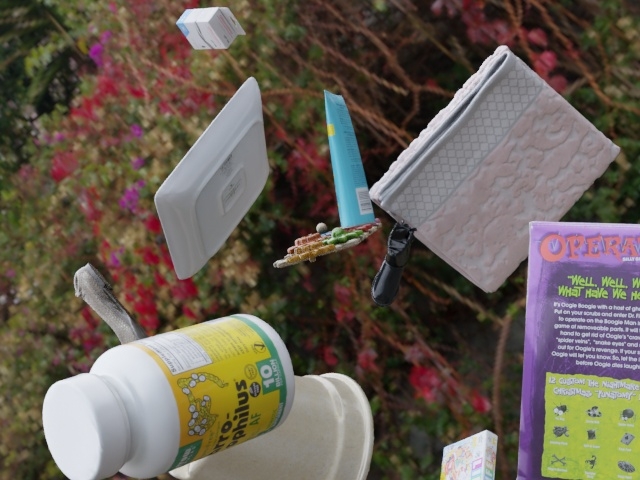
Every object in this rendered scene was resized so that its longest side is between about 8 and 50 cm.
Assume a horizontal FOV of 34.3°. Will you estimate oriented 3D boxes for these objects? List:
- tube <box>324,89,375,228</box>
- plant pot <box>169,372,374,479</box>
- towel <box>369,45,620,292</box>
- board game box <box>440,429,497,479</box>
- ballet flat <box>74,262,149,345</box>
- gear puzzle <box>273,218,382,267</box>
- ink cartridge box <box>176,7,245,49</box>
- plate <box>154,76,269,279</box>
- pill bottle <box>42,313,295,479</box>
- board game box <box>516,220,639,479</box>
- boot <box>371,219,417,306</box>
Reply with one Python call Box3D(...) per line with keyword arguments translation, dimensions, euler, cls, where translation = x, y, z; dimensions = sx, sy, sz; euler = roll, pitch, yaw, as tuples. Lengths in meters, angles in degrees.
Box3D(translation=(0.039, -0.123, 1.574), dimensions=(0.052, 0.207, 0.080), euler=(-11, -2, 14), cls="tube")
Box3D(translation=(-0.123, 0.373, 1.966), dimensions=(0.305, 0.334, 0.334), euler=(24, -65, -31), cls="plant pot")
Box3D(translation=(0.292, -0.106, 1.702), dimensions=(0.317, 0.053, 0.332), euler=(34, -77, -31), cls="towel")
Box3D(translation=(0.235, 0.392, 1.670), dimensions=(0.026, 0.154, 0.103), euler=(32, -43, -23), cls="board game box")
Box3D(translation=(-0.361, 0.146, 1.831), dimensions=(0.058, 0.250, 0.084), euler=(-39, -18, -4), cls="ballet flat")
Box3D(translation=(0.000, 0.000, 1.891), dimensions=(0.175, 0.044, 0.339), euler=(-17, 4, 16), cls="gear puzzle")
Box3D(translation=(-0.143, -0.277, 1.358), dimensions=(0.028, 0.083, 0.048), euler=(-57, -49, -24), cls="ink cartridge box")
Box3D(translation=(-0.162, -0.092, 1.734), dimensions=(0.277, 0.045, 0.278), euler=(-55, -18, -25), cls="plate")
Box3D(translation=(-0.132, 0.141, 0.918), dimensions=(0.208, 0.117, 0.117), euler=(-12, -39, -46), cls="pill bottle")
Box3D(translation=(0.319, 0.094, 0.735), dimensions=(0.056, 0.346, 0.208), euler=(8, -95, -69), cls="board game box")
Box3D(translation=(0.117, 0.036, 1.656), dimensions=(0.099, 0.045, 0.121), euler=(93, -160, -63), cls="boot")
